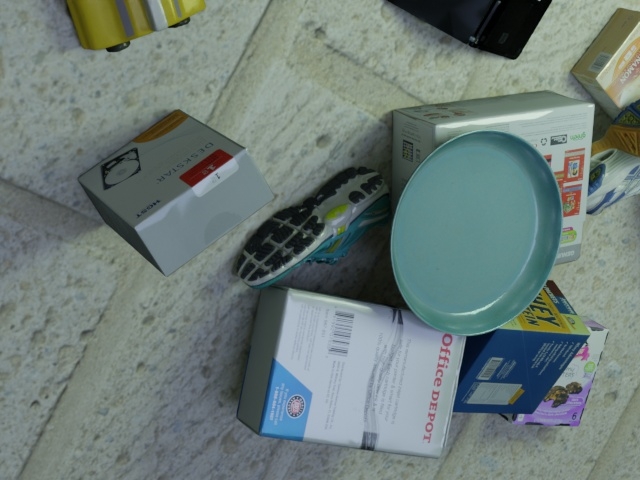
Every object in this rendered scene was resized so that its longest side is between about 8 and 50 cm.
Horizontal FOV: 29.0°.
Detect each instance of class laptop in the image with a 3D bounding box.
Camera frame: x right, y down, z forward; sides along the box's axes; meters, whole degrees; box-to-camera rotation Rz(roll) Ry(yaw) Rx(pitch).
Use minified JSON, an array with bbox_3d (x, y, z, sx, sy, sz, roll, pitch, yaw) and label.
[{"bbox_3d":[0.259,-0.425,1.902,0.264,0.136,0.234,0,125,-56],"label":"laptop"}]

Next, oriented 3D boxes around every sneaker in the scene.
[{"bbox_3d":[0.537,-0.147,2.100,0.296,0.112,0.131,-32,145,27],"label":"sneaker"},{"bbox_3d":[0.000,0.000,1.891,0.275,0.107,0.110,-32,130,-16],"label":"sneaker"}]

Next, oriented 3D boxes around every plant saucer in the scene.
[{"bbox_3d":[0.232,-0.013,1.880,0.317,0.043,0.318,-7,104,-27],"label":"plant saucer"}]

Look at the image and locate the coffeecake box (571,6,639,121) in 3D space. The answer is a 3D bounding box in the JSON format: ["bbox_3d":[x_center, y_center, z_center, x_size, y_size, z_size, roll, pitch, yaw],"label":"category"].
[{"bbox_3d":[0.537,-0.282,2.114,0.185,0.068,0.142,40,86,-35],"label":"coffeecake box"}]

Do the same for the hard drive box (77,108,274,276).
[{"bbox_3d":[-0.198,-0.070,1.665,0.181,0.232,0.089,-37,123,-14],"label":"hard drive box"}]

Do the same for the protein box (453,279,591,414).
[{"bbox_3d":[0.298,0.175,2.067,0.201,0.136,0.200,6,128,-32],"label":"protein box"}]

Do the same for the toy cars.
[{"bbox_3d":[-0.314,-0.342,1.582,0.393,0.087,0.176,18,98,-34],"label":"toy cars"}]

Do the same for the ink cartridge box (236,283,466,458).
[{"bbox_3d":[0.049,0.202,1.919,0.307,0.129,0.223,11,89,-21],"label":"ink cartridge box"}]

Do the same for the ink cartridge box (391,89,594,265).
[{"bbox_3d":[0.275,-0.086,1.995,0.309,0.130,0.272,-9,111,-27],"label":"ink cartridge box"}]

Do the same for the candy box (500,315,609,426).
[{"bbox_3d":[0.415,0.232,2.235,0.164,0.070,0.196,7,105,-32],"label":"candy box"}]
